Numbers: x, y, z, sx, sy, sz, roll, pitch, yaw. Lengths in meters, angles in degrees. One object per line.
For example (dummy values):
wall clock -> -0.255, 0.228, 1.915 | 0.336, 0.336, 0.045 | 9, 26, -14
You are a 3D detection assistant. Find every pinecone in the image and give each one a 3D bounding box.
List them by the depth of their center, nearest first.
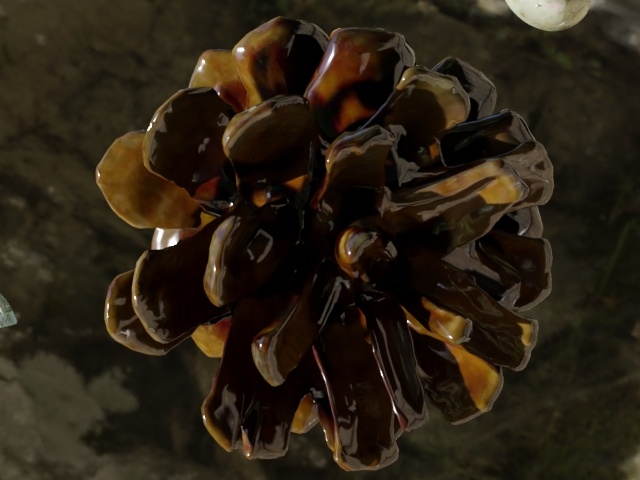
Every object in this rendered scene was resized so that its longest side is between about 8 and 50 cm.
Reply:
pinecone -> 0.000, 0.001, 0.651 | 0.229, 0.202, 0.201 | -32, 31, 17

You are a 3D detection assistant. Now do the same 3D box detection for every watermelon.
watermelon -> -0.395, 0.080, 1.542 | 0.085, 0.085, 0.061 | 112, 179, -60

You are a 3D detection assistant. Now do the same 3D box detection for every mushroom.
mushroom -> 0.199, -0.223, 1.190 | 0.083, 0.083, 0.067 | -68, 4, -52
